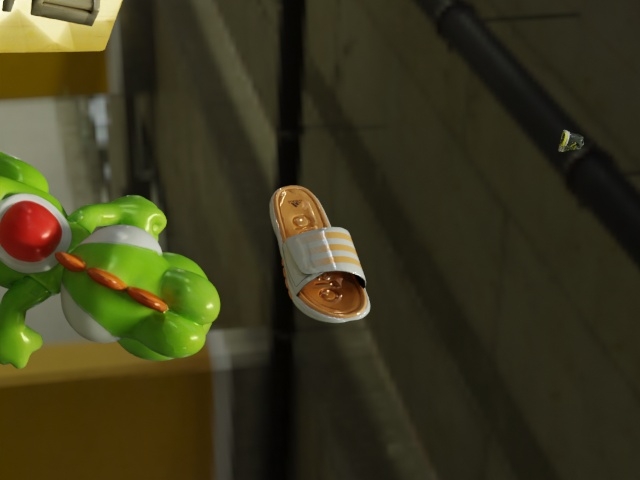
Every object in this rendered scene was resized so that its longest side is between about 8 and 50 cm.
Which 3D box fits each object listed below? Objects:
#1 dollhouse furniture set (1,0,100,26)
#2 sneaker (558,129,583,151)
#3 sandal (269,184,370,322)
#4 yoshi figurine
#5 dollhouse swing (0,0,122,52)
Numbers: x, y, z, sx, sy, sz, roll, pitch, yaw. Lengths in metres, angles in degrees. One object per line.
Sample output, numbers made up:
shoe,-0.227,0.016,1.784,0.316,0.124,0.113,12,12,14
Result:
dollhouse furniture set,-0.266,-0.290,1.348,0.101,0.182,0.161,133,-39,-60
sneaker,0.384,-0.148,2.434,0.083,0.035,0.031,3,102,-82
sandal,-0.010,0.001,2.171,0.076,0.102,0.265,99,-26,-45
yoshi figurine,-0.253,0.027,1.616,0.203,0.362,0.203,-36,147,-54
dollhouse swing,-0.449,-0.417,2.104,0.347,0.315,0.305,17,-73,44
